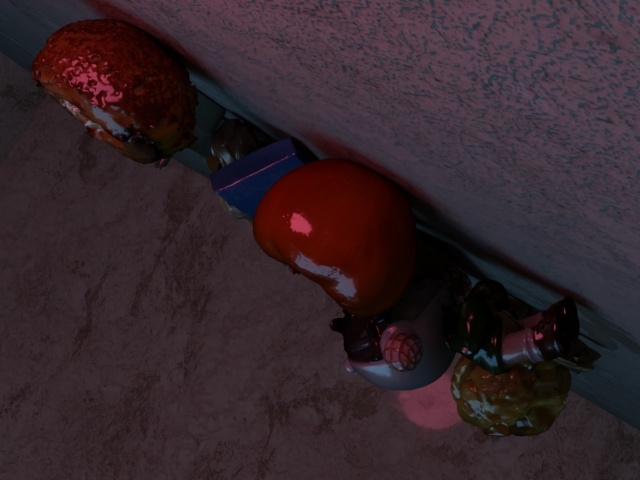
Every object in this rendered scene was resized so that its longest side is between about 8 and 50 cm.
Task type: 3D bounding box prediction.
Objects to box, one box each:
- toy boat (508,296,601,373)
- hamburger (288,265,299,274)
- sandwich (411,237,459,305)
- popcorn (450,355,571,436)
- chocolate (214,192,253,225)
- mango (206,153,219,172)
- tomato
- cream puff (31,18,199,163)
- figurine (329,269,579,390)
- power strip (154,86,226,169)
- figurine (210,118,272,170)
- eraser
[{"bbox_3d":[0.401,0.164,1.845,0.206,0.064,0.072,32,161,25],"label":"toy boat"},{"bbox_3d":[0.001,-0.003,2.218,0.137,0.175,0.175,13,170,22],"label":"hamburger"},{"bbox_3d":[0.171,0.068,1.861,0.271,0.099,0.301,41,177,37],"label":"sandwich"},{"bbox_3d":[0.411,0.294,2.254,0.332,0.265,0.225,91,162,-57],"label":"popcorn"},{"bbox_3d":[-0.137,-0.095,2.206,0.134,0.134,0.309,30,176,20],"label":"chocolate"},{"bbox_3d":[-0.121,-0.117,1.888,0.227,0.109,0.147,30,179,39],"label":"mango"},{"bbox_3d":[0.028,-0.014,1.441,0.260,0.180,0.260,32,175,3],"label":"tomato"},{"bbox_3d":[-0.270,-0.208,1.427,0.240,0.164,0.240,38,165,12],"label":"cream puff"},{"bbox_3d":[0.187,0.134,1.535,0.370,0.167,0.281,-5,-162,28],"label":"figurine"},{"bbox_3d":[-0.276,-0.206,1.775,0.229,0.141,0.261,32,180,-34],"label":"power strip"},{"bbox_3d":[-0.125,-0.133,1.723,0.114,0.126,0.157,61,172,17],"label":"figurine"},{"bbox_3d":[-0.059,-0.079,1.693,0.042,0.144,0.312,69,-169,19],"label":"eraser"}]
